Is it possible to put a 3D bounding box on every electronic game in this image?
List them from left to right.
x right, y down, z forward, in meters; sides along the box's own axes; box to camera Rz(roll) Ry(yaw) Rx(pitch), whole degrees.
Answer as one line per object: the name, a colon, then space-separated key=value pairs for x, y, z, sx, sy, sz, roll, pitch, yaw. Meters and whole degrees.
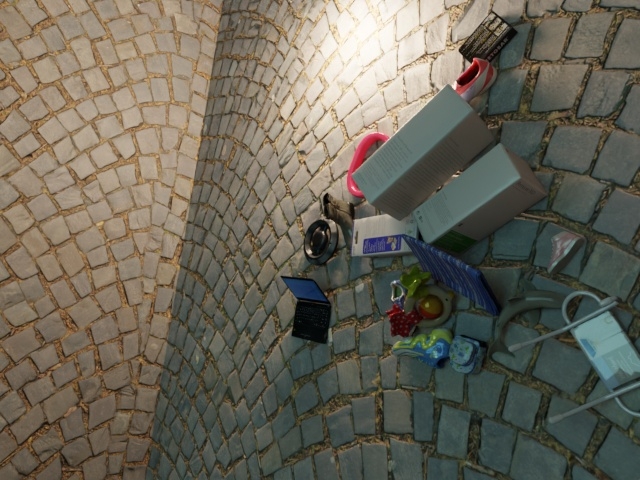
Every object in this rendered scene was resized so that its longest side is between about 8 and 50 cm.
electronic game: x=0.000 y=0.000 z=2.246 sx=0.229 sy=0.048 sz=0.230 roll=-19 pitch=64 yaw=45

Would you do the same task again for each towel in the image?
towel: x=0.421 y=0.110 z=1.602 sx=0.040 sy=0.243 sz=0.336 roll=-47 pitch=40 yaw=-9

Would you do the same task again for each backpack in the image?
backpack: x=0.465 y=0.368 z=1.580 sx=0.105 sy=0.084 sz=0.115 roll=11 pitch=89 yaw=52

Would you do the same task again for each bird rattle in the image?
bird rattle: x=0.344 y=0.230 z=1.681 sx=0.143 sy=0.206 sz=0.254 roll=-77 pitch=1 yaw=-75

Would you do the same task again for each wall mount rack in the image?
wall mount rack: x=0.695 y=0.310 z=1.285 sx=0.304 sy=0.130 sz=0.350 roll=-40 pitch=57 yaw=29

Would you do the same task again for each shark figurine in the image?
shark figurine: x=0.579 y=0.218 z=1.481 sx=0.278 sy=0.116 sz=0.166 roll=-51 pitch=44 yaw=22

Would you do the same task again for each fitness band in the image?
fitness band: x=0.213 y=-0.321 z=2.112 sx=0.209 sy=0.054 sz=0.291 roll=26 pitch=97 yaw=52

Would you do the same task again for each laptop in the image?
laptop: x=-0.079 y=0.302 z=2.171 sx=0.234 sy=0.136 sz=0.265 roll=1 pitch=78 yaw=49

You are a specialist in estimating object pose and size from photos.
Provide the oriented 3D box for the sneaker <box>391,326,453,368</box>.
sneaker: x=0.352 y=0.389 z=1.695 sx=0.240 sy=0.091 sz=0.126 roll=-32 pitch=56 yaw=37

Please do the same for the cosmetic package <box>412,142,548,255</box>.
cosmetic package: x=0.509 y=-0.121 z=1.603 sx=0.365 sy=0.196 sz=0.155 roll=-41 pitch=50 yaw=34

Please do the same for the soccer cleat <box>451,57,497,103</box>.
soccer cleat: x=0.498 y=-0.520 z=1.801 sx=0.318 sy=0.116 sz=0.109 roll=-49 pitch=46 yaw=26

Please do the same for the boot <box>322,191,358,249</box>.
boot: x=0.078 y=-0.078 z=2.097 sx=0.083 sy=0.161 sz=0.247 roll=-33 pitch=55 yaw=38

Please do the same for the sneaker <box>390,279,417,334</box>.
sneaker: x=0.299 y=0.245 z=1.808 sx=0.080 sy=0.081 sz=0.211 roll=-30 pitch=59 yaw=37

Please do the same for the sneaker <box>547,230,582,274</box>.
sneaker: x=0.700 y=0.032 z=1.450 sx=0.134 sy=0.051 sz=0.070 roll=-57 pitch=42 yaw=14

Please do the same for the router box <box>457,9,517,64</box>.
router box: x=0.607 y=-0.727 z=1.800 sx=0.179 sy=0.046 sz=0.133 roll=-48 pitch=48 yaw=28

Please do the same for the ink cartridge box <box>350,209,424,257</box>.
ink cartridge box: x=0.262 y=-0.018 z=1.947 sx=0.332 sy=0.065 sz=0.166 roll=-6 pitch=74 yaw=46

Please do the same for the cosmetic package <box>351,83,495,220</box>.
cosmetic package: x=0.359 y=-0.295 z=1.741 sx=0.453 sy=0.230 sz=0.162 roll=-42 pitch=55 yaw=19
